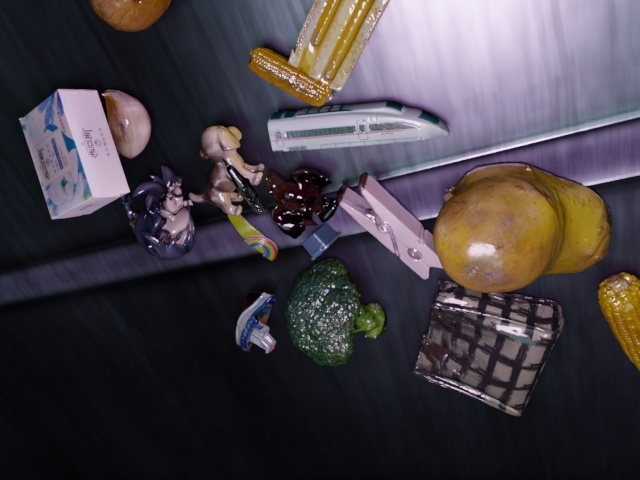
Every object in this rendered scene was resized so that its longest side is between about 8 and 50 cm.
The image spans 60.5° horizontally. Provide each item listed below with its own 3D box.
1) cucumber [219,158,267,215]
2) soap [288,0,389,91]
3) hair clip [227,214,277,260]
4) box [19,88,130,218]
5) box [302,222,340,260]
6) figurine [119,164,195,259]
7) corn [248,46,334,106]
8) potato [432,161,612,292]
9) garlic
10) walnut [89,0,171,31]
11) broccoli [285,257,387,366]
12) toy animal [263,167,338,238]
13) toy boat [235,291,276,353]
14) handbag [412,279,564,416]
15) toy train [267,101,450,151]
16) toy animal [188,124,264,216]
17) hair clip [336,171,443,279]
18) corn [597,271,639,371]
[{"bbox_3d":[-0.182,-0.128,1.315,0.043,0.039,0.163,21,148,55],"label":"cucumber"},{"bbox_3d":[0.040,-0.442,1.135,0.135,0.076,0.233,28,127,-5],"label":"soap"},{"bbox_3d":[-0.186,-0.014,1.532,0.060,0.033,0.188,-36,108,31],"label":"hair clip"},{"bbox_3d":[-0.623,-0.214,1.388,0.203,0.116,0.275,-17,91,37],"label":"box"},{"bbox_3d":[0.000,0.000,1.450,0.054,0.099,0.074,49,125,-1],"label":"box"},{"bbox_3d":[-0.422,-0.068,1.474,0.197,0.175,0.265,24,131,34],"label":"figurine"},{"bbox_3d":[-0.065,-0.361,1.219,0.207,0.068,0.068,24,128,-12],"label":"corn"},{"bbox_3d":[0.439,0.022,1.215,0.396,0.296,0.290,27,129,-1],"label":"potato"},{"bbox_3d":[-0.503,-0.281,1.417,0.128,0.090,0.198,27,135,17],"label":"garlic"},{"bbox_3d":[-0.399,-0.533,1.150,0.207,0.167,0.167,-31,111,34],"label":"walnut"},{"bbox_3d":[0.036,0.197,1.508,0.297,0.298,0.297,8,139,-39],"label":"broccoli"},{"bbox_3d":[-0.057,-0.111,1.401,0.179,0.116,0.219,43,130,16],"label":"toy animal"},{"bbox_3d":[-0.184,0.257,1.668,0.115,0.114,0.262,23,125,15],"label":"toy boat"},{"bbox_3d":[0.440,0.281,1.485,0.326,0.162,0.326,16,124,15],"label":"handbag"},{"bbox_3d":[0.084,-0.264,1.245,0.406,0.086,0.088,-1,118,17],"label":"toy train"},{"bbox_3d":[-0.231,-0.176,1.376,0.168,0.121,0.233,16,126,-10],"label":"toy animal"},{"bbox_3d":[0.189,-0.035,1.375,0.330,0.085,0.101,38,128,-20],"label":"hair clip"},{"bbox_3d":[0.791,0.221,1.356,0.120,0.120,0.363,-26,115,30],"label":"corn"}]
